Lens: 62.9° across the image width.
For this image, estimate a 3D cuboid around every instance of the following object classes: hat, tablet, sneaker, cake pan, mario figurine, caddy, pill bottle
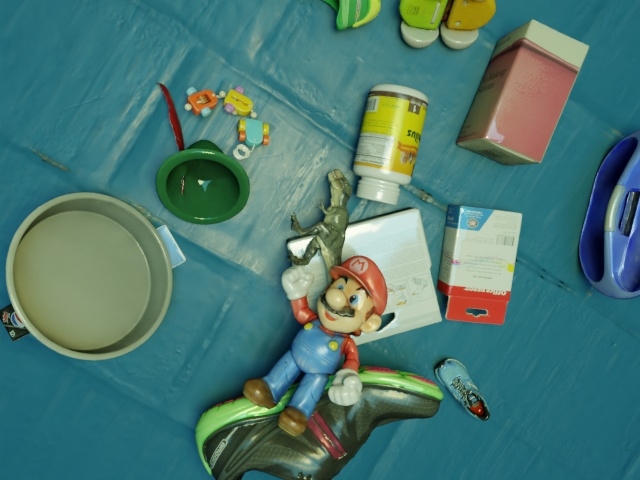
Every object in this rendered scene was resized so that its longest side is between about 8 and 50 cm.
[{"bbox_3d":[-0.227,-0.166,1.021,0.172,0.184,0.209,-1,136,-9],"label":"hat"},{"bbox_3d":[-0.310,0.017,1.039,0.054,0.006,0.083,-29,100,-3],"label":"tablet"},{"bbox_3d":[0.311,0.318,1.115,0.063,0.073,0.162,-42,100,0],"label":"sneaker"},{"bbox_3d":[-0.402,0.063,0.924,0.054,0.293,0.294,-16,101,39],"label":"cake pan"},{"bbox_3d":[-0.004,-0.525,0.959,0.123,0.109,0.296,-33,94,3],"label":"sneaker"},{"bbox_3d":[-0.005,0.161,0.901,0.198,0.170,0.321,35,83,-13],"label":"mario figurine"},{"bbox_3d":[0.642,-0.048,1.030,0.179,0.241,0.342,10,95,-12],"label":"caddy"},{"bbox_3d":[0.130,-0.182,1.013,0.117,0.117,0.215,11,96,-8],"label":"pill bottle"},{"bbox_3d":[0.005,0.368,1.017,0.481,0.185,0.203,-16,77,5],"label":"sneaker"}]

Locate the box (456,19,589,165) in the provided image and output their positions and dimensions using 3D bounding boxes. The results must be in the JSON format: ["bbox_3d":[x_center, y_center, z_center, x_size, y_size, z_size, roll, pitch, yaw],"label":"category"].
[{"bbox_3d":[0.384,-0.275,1.017,0.126,0.148,0.233,21,93,-8],"label":"box"}]

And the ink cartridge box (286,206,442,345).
[{"bbox_3d":[0.091,0.080,1.068,0.274,0.060,0.239,-15,99,-5],"label":"ink cartridge box"}]

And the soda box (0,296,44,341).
[{"bbox_3d":[-0.503,0.120,0.944,0.053,0.169,0.060,-24,99,0],"label":"soda box"}]

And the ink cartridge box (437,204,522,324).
[{"bbox_3d":[0.322,0.048,1.083,0.134,0.078,0.231,6,96,-7],"label":"ink cartridge box"}]

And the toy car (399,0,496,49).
[{"bbox_3d":[0.235,-0.461,0.993,0.181,0.159,0.137,-1,62,-6],"label":"toy car"}]

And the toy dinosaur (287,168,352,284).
[{"bbox_3d":[0.000,0.000,0.992,0.118,0.064,0.269,0,99,-13],"label":"toy dinosaur"}]

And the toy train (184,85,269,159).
[{"bbox_3d":[-0.174,-0.224,0.989,0.125,0.046,0.166,-38,88,-31],"label":"toy train"}]
